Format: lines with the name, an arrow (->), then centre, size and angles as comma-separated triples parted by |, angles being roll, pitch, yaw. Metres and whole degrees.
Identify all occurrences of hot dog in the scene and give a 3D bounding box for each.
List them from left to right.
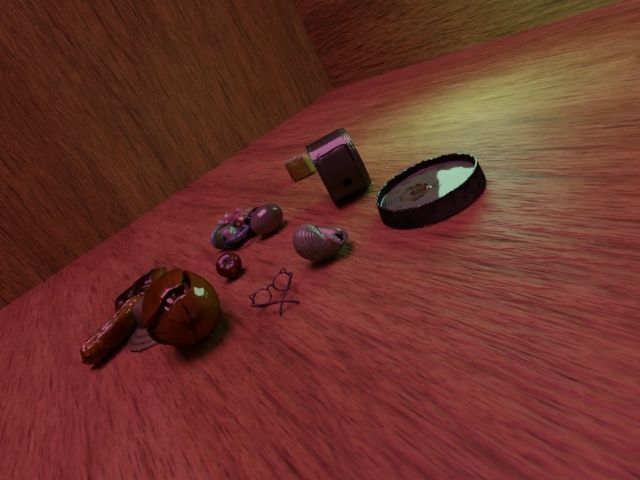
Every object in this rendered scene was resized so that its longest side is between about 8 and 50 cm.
hot dog -> -0.665, 0.287, 1.386 | 0.072, 0.115, 0.269 | 26, 51, 11
hot dog -> -0.678, 0.187, 1.622 | 0.162, 0.082, 0.270 | -22, 24, 13

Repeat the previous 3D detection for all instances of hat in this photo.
hat -> -0.534, 0.224, 1.352 | 0.251, 0.110, 0.252 | -24, 24, 12

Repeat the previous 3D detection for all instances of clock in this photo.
clock -> -0.316, -0.050, 1.660 | 0.195, 0.100, 0.194 | -14, 32, 37
clock -> 0.301, -0.145, 1.199 | 0.312, 0.062, 0.313 | -25, 24, 12

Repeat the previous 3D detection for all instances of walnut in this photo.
walnut -> -0.384, 0.180, 1.178 | 0.208, 0.209, 0.336 | -35, 12, -12

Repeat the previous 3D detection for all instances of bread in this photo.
bread -> -0.090, -0.347, 1.973 | 0.125, 0.106, 0.082 | -18, 27, 19

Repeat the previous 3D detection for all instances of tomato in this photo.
tomato -> -0.300, 0.083, 1.401 | 0.087, 0.087, 0.075 | -34, -19, -11

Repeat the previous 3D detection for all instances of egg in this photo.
egg -> -0.199, -0.078, 1.571 | 0.135, 0.103, 0.103 | -43, 27, -17

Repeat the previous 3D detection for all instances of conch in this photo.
conch -> -0.002, 0.005, 1.197 | 0.153, 0.102, 0.135 | 20, 33, 18

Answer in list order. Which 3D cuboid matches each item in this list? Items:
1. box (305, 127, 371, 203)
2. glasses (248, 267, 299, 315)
box -> 0.062, -0.262, 1.489 | 0.149, 0.226, 0.226 | -28, 24, 5
glasses -> -0.109, 0.141, 1.099 | 0.139, 0.063, 0.103 | -38, 27, -15
